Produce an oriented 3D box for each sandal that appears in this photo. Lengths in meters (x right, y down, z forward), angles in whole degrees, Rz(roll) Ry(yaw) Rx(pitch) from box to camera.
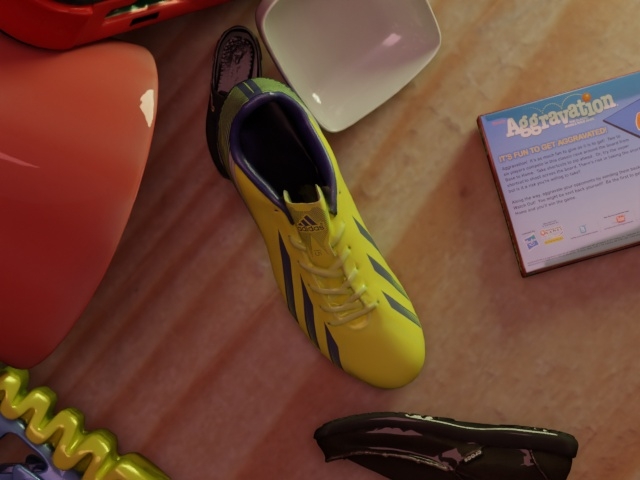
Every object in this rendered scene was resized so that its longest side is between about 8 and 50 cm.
[{"bbox_3d":[-0.277,0.165,1.545,0.317,0.126,0.138,38,91,6],"label":"sandal"}]

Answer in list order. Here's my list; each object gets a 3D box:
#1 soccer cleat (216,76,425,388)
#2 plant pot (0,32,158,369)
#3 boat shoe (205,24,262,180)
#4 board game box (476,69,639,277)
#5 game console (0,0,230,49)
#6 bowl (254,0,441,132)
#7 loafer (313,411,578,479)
[{"bbox_3d":[-0.001,0.000,1.546,0.093,0.121,0.289,-29,96,-6],"label":"soccer cleat"},{"bbox_3d":[-0.292,-0.066,1.456,0.243,0.275,0.275,22,84,-23],"label":"plant pot"},{"bbox_3d":[-0.074,-0.118,1.612,0.049,0.042,0.133,3,85,0],"label":"boat shoe"},{"bbox_3d":[0.288,-0.075,1.609,0.281,0.027,0.145,-15,85,-1],"label":"board game box"},{"bbox_3d":[-0.187,-0.330,1.513,0.386,0.060,0.342,-25,77,-47],"label":"game console"},{"bbox_3d":[0.018,-0.181,1.586,0.142,0.053,0.142,-39,121,-9],"label":"bowl"},{"bbox_3d":[0.102,0.186,1.554,0.220,0.080,0.078,5,83,1],"label":"loafer"}]
